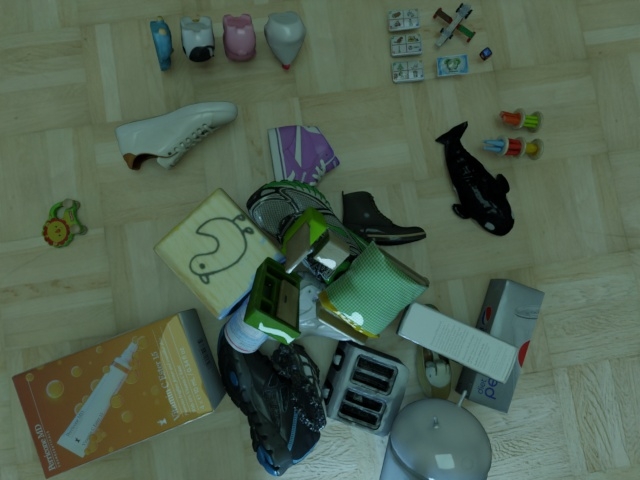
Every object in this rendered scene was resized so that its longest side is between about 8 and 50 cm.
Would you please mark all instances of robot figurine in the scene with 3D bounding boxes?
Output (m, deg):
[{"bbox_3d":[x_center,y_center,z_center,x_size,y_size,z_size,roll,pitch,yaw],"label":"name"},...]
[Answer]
[{"bbox_3d":[0.227,0.475,0.977,0.200,0.300,0.353,18,112,26],"label":"robot figurine"}]

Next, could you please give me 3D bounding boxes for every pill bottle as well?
[{"bbox_3d":[-0.126,0.154,0.985,0.087,0.087,0.160,41,119,1],"label":"pill bottle"}]

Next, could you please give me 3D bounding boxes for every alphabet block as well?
[{"bbox_3d":[-0.206,0.032,1.037,0.192,0.193,0.197,-44,88,-8],"label":"alphabet block"}]

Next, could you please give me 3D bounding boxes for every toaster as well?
[{"bbox_3d":[0.100,0.329,1.065,0.186,0.110,0.168,21,85,-1],"label":"toaster"}]

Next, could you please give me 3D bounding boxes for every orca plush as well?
[{"bbox_3d":[0.383,-0.147,1.128,0.151,0.102,0.287,-14,85,-4],"label":"orca plush"}]

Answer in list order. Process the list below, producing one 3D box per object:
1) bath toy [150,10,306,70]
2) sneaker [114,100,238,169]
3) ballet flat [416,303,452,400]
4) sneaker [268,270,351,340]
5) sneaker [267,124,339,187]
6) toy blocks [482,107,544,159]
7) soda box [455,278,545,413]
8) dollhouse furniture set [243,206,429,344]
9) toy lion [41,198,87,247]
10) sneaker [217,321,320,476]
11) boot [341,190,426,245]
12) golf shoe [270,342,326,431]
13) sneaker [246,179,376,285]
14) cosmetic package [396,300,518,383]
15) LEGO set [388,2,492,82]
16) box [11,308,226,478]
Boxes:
[{"bbox_3d":[-0.208,-0.461,1.120,0.348,0.129,0.151,-6,48,-8],"label":"bath toy"},{"bbox_3d":[-0.319,-0.234,1.108,0.290,0.106,0.123,-15,89,7],"label":"sneaker"},{"bbox_3d":[0.260,0.263,1.098,0.080,0.073,0.232,-9,85,-6],"label":"ballet flat"},{"bbox_3d":[0.009,0.141,1.057,0.305,0.114,0.152,-4,110,-4],"label":"sneaker"},{"bbox_3d":[-0.027,-0.135,1.110,0.161,0.102,0.282,-7,86,-7],"label":"sneaker"},{"bbox_3d":[0.459,-0.260,1.152,0.148,0.054,0.123,3,84,-16],"label":"toy blocks"},{"bbox_3d":[0.411,0.236,1.099,0.098,0.091,0.286,21,84,-1],"label":"soda box"},{"bbox_3d":[0.045,0.110,0.882,0.301,0.151,0.197,33,119,-20],"label":"dollhouse furniture set"},{"bbox_3d":[-0.599,-0.037,1.106,0.096,0.034,0.100,-18,86,3],"label":"toy lion"},{"bbox_3d":[-0.123,0.332,1.068,0.139,0.125,0.341,-19,81,-33],"label":"sneaker"},{"bbox_3d":[0.145,-0.057,1.126,0.198,0.077,0.137,-2,80,-4],"label":"boot"},{"bbox_3d":[-0.025,0.305,1.029,0.077,0.094,0.198,-39,65,28],"label":"golf shoe"},{"bbox_3d":[0.000,0.000,0.988,0.343,0.146,0.134,32,118,-22],"label":"sneaker"},{"bbox_3d":[0.279,0.210,1.006,0.231,0.117,0.085,22,83,10],"label":"cosmetic package"},{"bbox_3d":[0.297,-0.491,1.195,0.244,0.060,0.182,-5,88,6],"label":"LEGO set"},{"bbox_3d":[-0.408,0.307,1.012,0.345,0.168,0.215,-21,86,-4],"label":"box"}]
